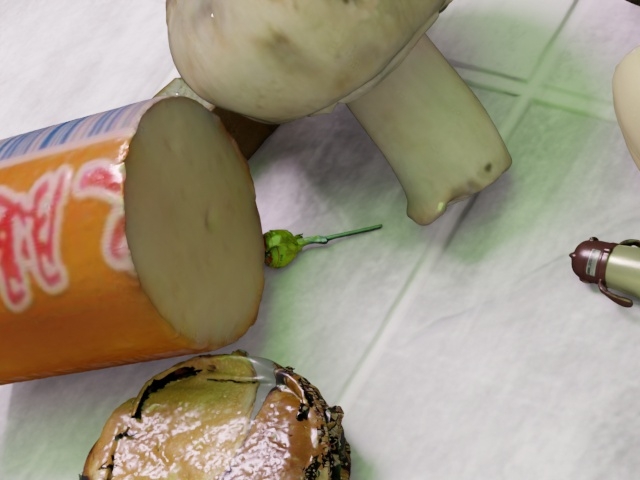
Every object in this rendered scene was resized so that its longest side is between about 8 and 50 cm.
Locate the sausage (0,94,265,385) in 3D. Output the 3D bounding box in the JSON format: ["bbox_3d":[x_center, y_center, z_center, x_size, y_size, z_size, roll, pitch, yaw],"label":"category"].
[{"bbox_3d":[-0.224,0.007,1.080,0.287,0.233,0.233,-11,54,22],"label":"sausage"}]

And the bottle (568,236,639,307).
[{"bbox_3d":[0.264,0.025,1.025,0.101,0.047,0.063,15,28,33],"label":"bottle"}]

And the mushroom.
[{"bbox_3d":[0.036,-0.177,1.111,0.314,0.314,0.336,-35,95,-4],"label":"mushroom"}]

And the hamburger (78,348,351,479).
[{"bbox_3d":[-0.087,0.199,1.003,0.231,0.107,0.231,-12,50,16],"label":"hamburger"}]

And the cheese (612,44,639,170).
[{"bbox_3d":[0.391,-0.128,1.028,0.266,0.127,0.233,-14,51,8],"label":"cheese"}]

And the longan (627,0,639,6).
[{"bbox_3d":[0.371,-0.358,1.102,0.350,0.288,0.288,-46,54,-12],"label":"longan"}]

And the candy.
[{"bbox_3d":[0.000,0.000,1.153,0.123,0.035,0.035,-11,43,2],"label":"candy"}]

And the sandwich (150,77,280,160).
[{"bbox_3d":[-0.142,-0.094,1.229,0.094,0.096,0.258,26,67,38],"label":"sandwich"}]
